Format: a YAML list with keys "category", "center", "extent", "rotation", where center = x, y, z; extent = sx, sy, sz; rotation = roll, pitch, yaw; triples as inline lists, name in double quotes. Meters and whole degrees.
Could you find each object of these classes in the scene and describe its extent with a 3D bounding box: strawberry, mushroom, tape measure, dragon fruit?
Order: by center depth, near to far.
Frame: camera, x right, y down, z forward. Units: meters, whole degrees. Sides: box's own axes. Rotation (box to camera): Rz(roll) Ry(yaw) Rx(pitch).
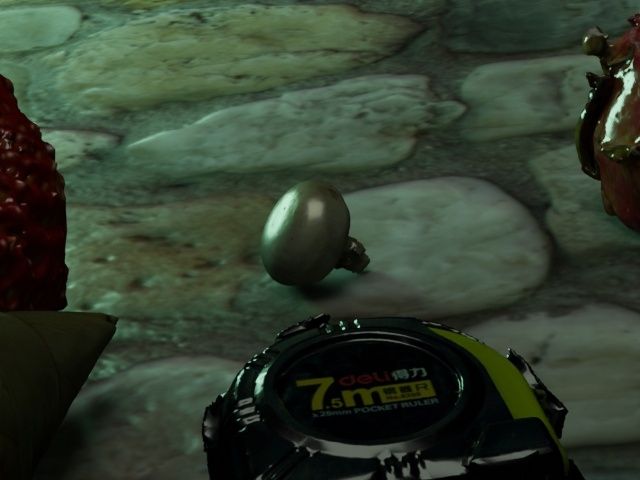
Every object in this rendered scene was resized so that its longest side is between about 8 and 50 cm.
- category: "tape measure"
  center: [0.038, 0.122, 0.954]
  extent: [0.199, 0.112, 0.186]
  rotation: [-6, 31, -8]
- category: "strawberry"
  center: [-0.309, -0.016, 1.218]
  extent: [0.261, 0.258, 0.261]
  rotation: [0, 20, 0]
- category: "mushroom"
  center: [0.000, 0.000, 1.295]
  extent: [0.079, 0.085, 0.085]
  rotation: [20, 14, -23]
- category: "dragon fruit"
  center: [0.296, -0.102, 1.319]
  extent: [0.211, 0.147, 0.282]
  rotation: [-3, 26, 14]

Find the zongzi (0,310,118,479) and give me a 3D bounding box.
- category: "zongzi"
  center: [-0.179, 0.125, 0.987]
  extent: [0.317, 0.154, 0.289]
  rotation: [-18, 33, -34]
